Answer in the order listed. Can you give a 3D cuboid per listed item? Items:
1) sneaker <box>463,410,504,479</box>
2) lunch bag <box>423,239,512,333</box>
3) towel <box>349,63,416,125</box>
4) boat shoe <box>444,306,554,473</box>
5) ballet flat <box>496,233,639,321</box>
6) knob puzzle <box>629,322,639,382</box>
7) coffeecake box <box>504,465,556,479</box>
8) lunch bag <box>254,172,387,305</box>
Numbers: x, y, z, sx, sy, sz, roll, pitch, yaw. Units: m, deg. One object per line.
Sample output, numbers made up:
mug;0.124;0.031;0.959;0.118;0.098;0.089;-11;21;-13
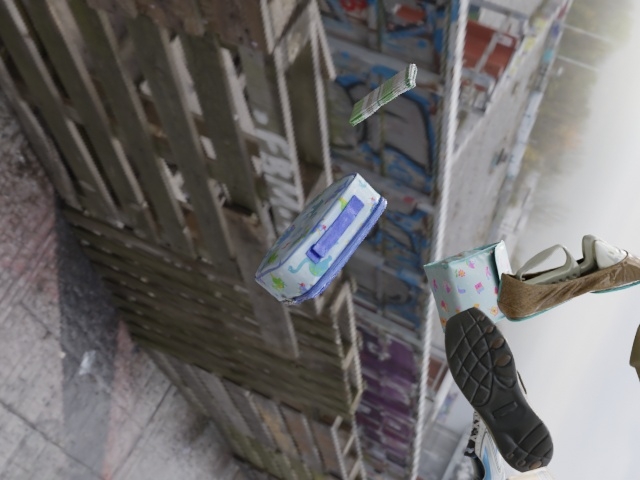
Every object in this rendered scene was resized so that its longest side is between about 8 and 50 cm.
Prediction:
sneaker;0.358;0.432;1.836;0.085;0.086;0.237;147;-54;-68
lunch bag;0.465;0.133;2.442;0.262;0.223;0.160;-17;-178;-26
towel;0.126;-0.288;1.665;0.152;0.023;0.113;-33;-163;23
boat shoe;0.332;0.287;1.594;0.123;0.323;0.120;-24;167;6
ballet flat;0.516;0.060;1.701;0.116;0.343;0.124;-120;-166;-74
knob puzzle;0.545;0.135;1.264;0.213;0.030;0.213;-56;-169;17
coffeecake box;0.254;0.416;1.233;0.185;0.068;0.142;-44;151;24
lunch bag;0.000;0.000;1.325;0.219;0.090;0.176;-52;-170;-23
